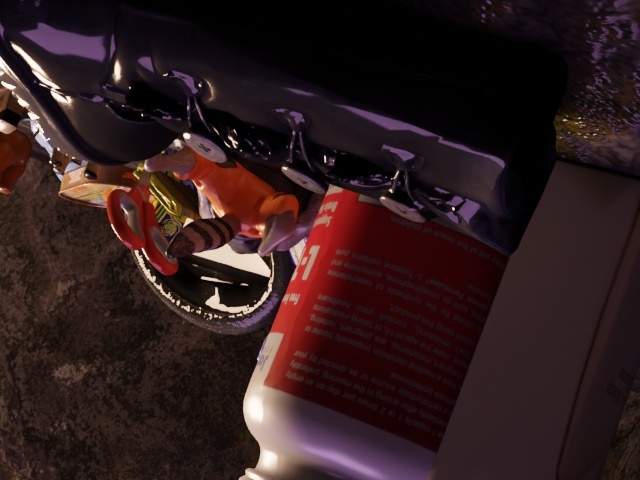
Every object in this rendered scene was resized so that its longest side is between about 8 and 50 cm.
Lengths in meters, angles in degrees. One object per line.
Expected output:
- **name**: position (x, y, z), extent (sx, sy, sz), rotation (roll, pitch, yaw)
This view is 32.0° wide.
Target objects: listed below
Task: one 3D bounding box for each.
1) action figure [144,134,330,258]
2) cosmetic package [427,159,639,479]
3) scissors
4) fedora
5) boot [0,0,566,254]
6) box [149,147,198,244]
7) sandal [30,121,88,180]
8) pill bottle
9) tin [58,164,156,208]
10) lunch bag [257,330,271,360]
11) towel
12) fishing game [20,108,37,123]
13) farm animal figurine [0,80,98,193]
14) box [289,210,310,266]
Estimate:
- **action figure**: position (-0.135, -0.062, 1.397), extent (0.341, 0.178, 0.330), rotation (24, 179, 10)
- **cosmetic package**: position (0.218, 0.100, 1.006), extent (0.113, 0.309, 0.160), rotation (17, 174, 28)
- **scissors**: position (-0.218, -0.059, 1.330), extent (0.109, 0.021, 0.297), rotation (45, -167, -32)
- **fedora**: position (-0.149, -0.015, 1.790), extent (0.334, 0.334, 0.152), rotation (18, -155, 27)
- **boot**: position (-0.026, -0.103, 0.928), extent (0.445, 0.146, 0.367), rotation (15, 175, 15)
- **box**: position (-0.212, -0.074, 1.613), extent (0.054, 0.168, 0.059), rotation (24, 174, -28)
- **sandal**: position (-0.372, -0.160, 1.693), extent (0.138, 0.126, 0.317), rotation (23, 165, -14)
- **pill bottle**: position (0.064, 0.112, 1.100), extent (0.229, 0.407, 0.229), rotation (21, 168, 5)
- **tin**: position (-0.303, -0.077, 1.590), extent (0.106, 0.040, 0.190), rotation (9, 171, -33)
- **lunch bag**: position (0.032, 0.124, 1.789), extent (0.138, 0.293, 0.221), rotation (52, -167, 20)
- **towel**: position (-0.160, -0.036, 1.552), extent (0.102, 0.021, 0.237), rotation (48, -170, 31)
- **fishing game**: position (-0.391, -0.195, 1.440), extent (0.264, 0.041, 0.189), rotation (10, -154, -1)
- **farm animal figurine**: position (-0.397, -0.201, 1.205), extent (0.327, 0.172, 0.330), rotation (0, 154, 40)
- **box**: position (0.000, 0.000, 1.576), extent (0.137, 0.072, 0.126), rotation (47, 160, 55)
